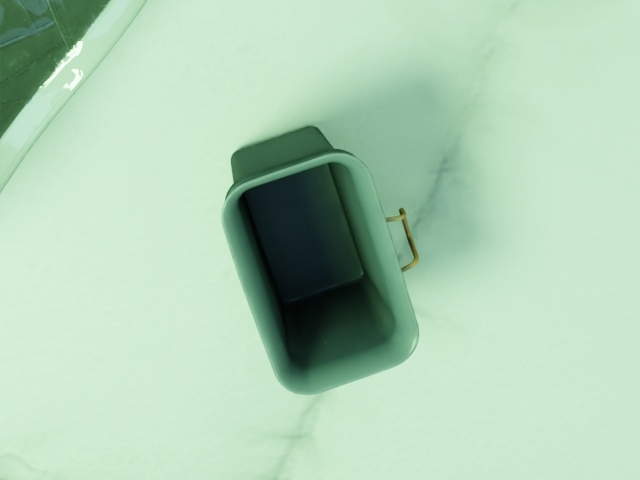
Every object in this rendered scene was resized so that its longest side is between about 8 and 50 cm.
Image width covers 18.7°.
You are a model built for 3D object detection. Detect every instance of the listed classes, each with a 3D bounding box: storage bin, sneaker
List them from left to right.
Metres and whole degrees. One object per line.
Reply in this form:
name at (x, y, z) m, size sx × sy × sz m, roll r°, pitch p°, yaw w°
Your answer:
sneaker at (-0.221, -0.082, 1.021) m, size 0.147 × 0.104 × 0.296 m, roll 35°, pitch 98°, yaw -19°
storage bin at (0.000, 0.000, 1.096) m, size 0.098 × 0.091 × 0.135 m, roll -19°, pitch 116°, yaw -1°
